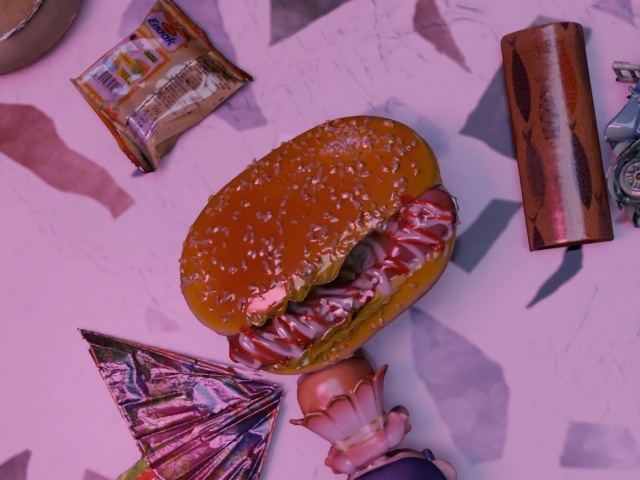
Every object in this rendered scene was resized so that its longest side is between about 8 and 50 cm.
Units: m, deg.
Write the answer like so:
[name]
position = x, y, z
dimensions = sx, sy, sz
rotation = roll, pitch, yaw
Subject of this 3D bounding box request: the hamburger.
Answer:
[hamburger]
position = 0.000, 0.000, 0.758
dimensions = 0.210, 0.116, 0.173
rotation = -38, 59, 2

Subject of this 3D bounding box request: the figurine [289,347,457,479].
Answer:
[figurine]
position = 0.040, 0.177, 0.757
dimensions = 0.111, 0.102, 0.195
rotation = -32, 81, 6

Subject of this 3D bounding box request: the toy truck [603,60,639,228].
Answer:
[toy truck]
position = 0.244, -0.092, 0.775
dimensions = 0.078, 0.080, 0.154
rotation = 19, 86, 31

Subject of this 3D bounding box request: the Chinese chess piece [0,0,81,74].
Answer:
[Chinese chess piece]
position = -0.289, -0.229, 0.860
dimensions = 0.188, 0.083, 0.188
rotation = 0, 85, 5

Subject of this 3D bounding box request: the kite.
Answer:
[kite]
position = -0.113, 0.155, 0.826
dimensions = 0.183, 0.014, 0.241
rotation = -36, 80, 5

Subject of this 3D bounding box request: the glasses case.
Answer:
[glasses case]
position = 0.182, -0.080, 0.797
dimensions = 0.065, 0.041, 0.169
rotation = -7, 84, 8

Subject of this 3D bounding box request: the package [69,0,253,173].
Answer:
[package]
position = -0.134, -0.129, 0.851
dimensions = 0.121, 0.031, 0.108
rotation = -43, 81, -4
